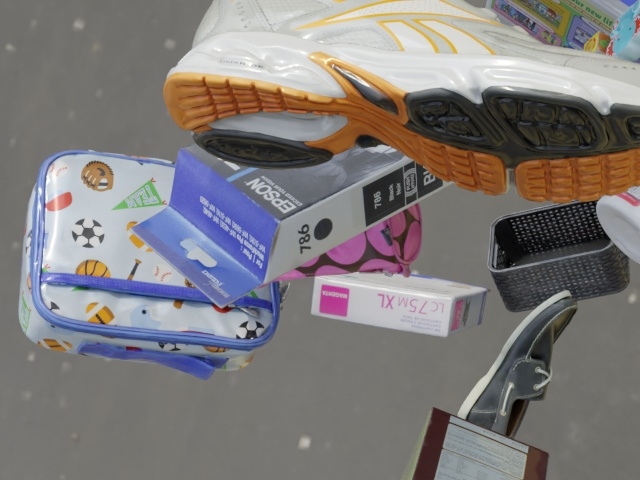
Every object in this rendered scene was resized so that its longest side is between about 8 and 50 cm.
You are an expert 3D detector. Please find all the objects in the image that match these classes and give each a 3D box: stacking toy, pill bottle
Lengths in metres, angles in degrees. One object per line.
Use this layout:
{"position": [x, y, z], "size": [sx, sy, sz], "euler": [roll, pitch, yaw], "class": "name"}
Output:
{"position": [0.236, -0.150, 1.132], "size": [0.221, 0.167, 0.052], "euler": [131, 156, -53], "class": "stacking toy"}
{"position": [0.430, -0.062, 1.627], "size": [0.180, 0.108, 0.108], "euler": [-40, 33, -11], "class": "pill bottle"}

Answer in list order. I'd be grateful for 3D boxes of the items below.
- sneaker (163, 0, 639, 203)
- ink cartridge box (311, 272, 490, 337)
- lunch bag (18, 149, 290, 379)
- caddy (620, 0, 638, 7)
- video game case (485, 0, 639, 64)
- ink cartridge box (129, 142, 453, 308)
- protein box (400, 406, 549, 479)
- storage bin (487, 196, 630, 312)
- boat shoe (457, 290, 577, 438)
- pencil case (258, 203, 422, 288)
{"position": [0.057, -0.099, 0.679], "size": [0.262, 0.099, 0.121], "euler": [9, 63, 12], "class": "sneaker"}
{"position": [0.119, 0.082, 1.860], "size": [0.185, 0.311, 0.065], "euler": [9, 95, 16], "class": "ink cartridge box"}
{"position": [-0.186, 0.031, 1.543], "size": [0.115, 0.303, 0.243], "euler": [129, 144, -54], "class": "lunch bag"}
{"position": [0.392, -0.425, 2.058], "size": [0.179, 0.241, 0.341], "euler": [17, 80, 49], "class": "caddy"}
{"position": [0.282, -0.232, 1.568], "size": [0.023, 0.212, 0.193], "euler": [-42, -20, -26], "class": "video game case"}
{"position": [-0.004, -0.067, 1.266], "size": [0.165, 0.332, 0.065], "euler": [35, 145, 41], "class": "ink cartridge box"}
{"position": [0.127, 0.321, 1.375], "size": [0.201, 0.136, 0.200], "euler": [-63, -7, -59], "class": "protein box"}
{"position": [0.334, 0.019, 1.900], "size": [0.180, 0.084, 0.122], "euler": [-12, 37, 21], "class": "storage bin"}
{"position": [0.262, 0.162, 1.697], "size": [0.079, 0.084, 0.233], "euler": [44, 120, 27], "class": "boat shoe"}
{"position": [0.000, 0.000, 1.436], "size": [0.209, 0.095, 0.098], "euler": [-7, 90, 29], "class": "pencil case"}
